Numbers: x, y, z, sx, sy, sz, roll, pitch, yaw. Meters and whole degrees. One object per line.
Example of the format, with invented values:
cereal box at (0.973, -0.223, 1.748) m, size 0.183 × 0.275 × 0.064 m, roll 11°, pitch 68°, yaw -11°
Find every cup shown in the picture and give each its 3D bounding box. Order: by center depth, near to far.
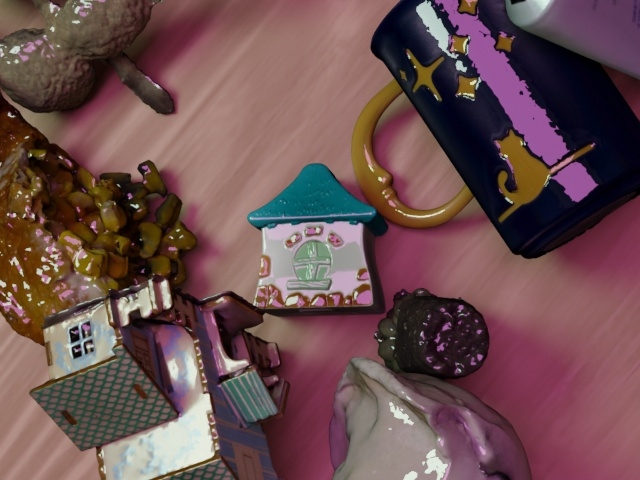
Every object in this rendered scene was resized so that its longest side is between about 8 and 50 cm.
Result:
cup at (0.171, -0.108, 1.085) m, size 0.178 × 0.255 × 0.256 m, roll -24°, pitch 78°, yaw -32°

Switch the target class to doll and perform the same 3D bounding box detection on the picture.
doll at (-0.223, -0.231, 1.131) m, size 0.202 × 0.286 × 0.091 m, roll 8°, pitch 50°, yaw -26°

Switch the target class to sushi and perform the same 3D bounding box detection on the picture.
sushi at (-0.254, -0.009, 1.135) m, size 0.179 × 0.167 × 0.296 m, roll -41°, pitch 65°, yaw 20°

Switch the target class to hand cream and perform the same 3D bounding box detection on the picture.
hand cream at (0.297, -0.190, 1.014) m, size 0.067 × 0.320 × 0.109 m, roll -7°, pitch 76°, yaw 55°

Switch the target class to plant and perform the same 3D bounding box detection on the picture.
plant at (0.106, 0.090, 1.056) m, size 0.092 × 0.143 × 0.094 m, roll -1°, pitch 84°, yaw -12°

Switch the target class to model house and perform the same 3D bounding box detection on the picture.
model house at (-0.116, 0.172, 1.008) m, size 0.178 × 0.271 × 0.206 m, roll -18°, pitch 65°, yaw 13°
model house at (0.000, 0.000, 1.107) m, size 0.127 × 0.100 × 0.149 m, roll -3°, pitch 79°, yaw 10°

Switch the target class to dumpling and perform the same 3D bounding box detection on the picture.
dumpling at (0.077, 0.227, 1.006) m, size 0.227 × 0.175 × 0.243 m, roll 16°, pitch 99°, yaw 47°
